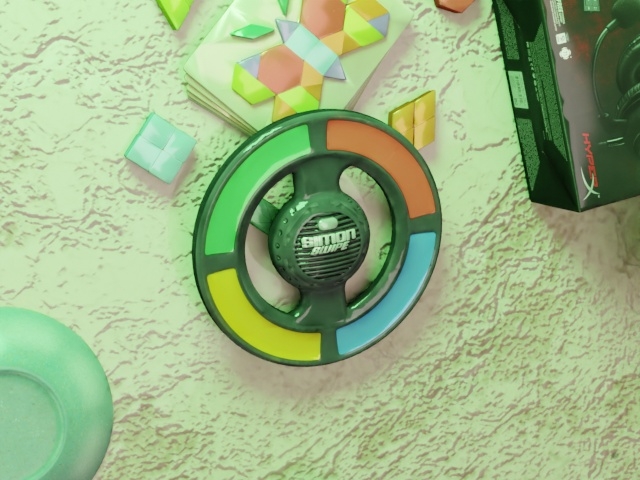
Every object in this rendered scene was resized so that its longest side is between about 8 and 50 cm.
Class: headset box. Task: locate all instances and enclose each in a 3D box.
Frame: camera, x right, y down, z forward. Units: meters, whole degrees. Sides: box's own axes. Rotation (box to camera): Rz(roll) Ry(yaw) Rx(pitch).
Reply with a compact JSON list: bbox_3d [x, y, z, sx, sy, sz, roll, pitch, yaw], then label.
[{"bbox_3d":[0.318,-0.168,1.370,0.293,0.110,0.218,-14,101,-15],"label":"headset box"}]

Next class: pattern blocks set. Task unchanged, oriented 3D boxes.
[{"bbox_3d":[-0.014,-0.167,1.313,0.285,0.026,0.325,22,91,-18],"label":"pattern blocks set"}]

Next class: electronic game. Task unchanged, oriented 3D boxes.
[{"bbox_3d":[0.000,0.000,1.312,0.229,0.048,0.229,-7,110,-21],"label":"electronic game"}]

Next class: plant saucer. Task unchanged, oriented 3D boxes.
[{"bbox_3d":[-0.266,0.154,1.277,0.195,0.037,0.195,-2,98,-16],"label":"plant saucer"}]
